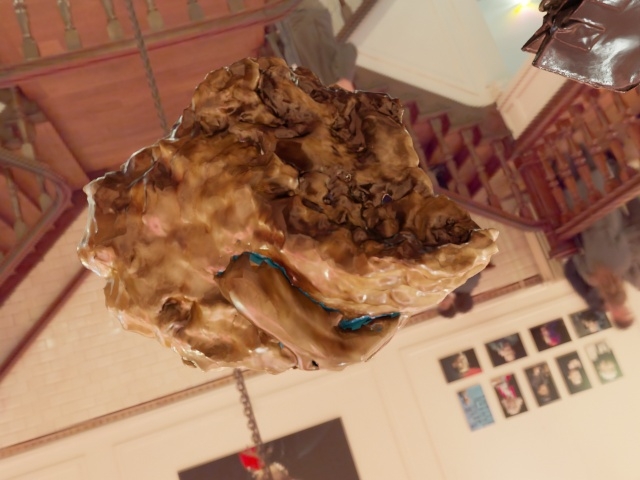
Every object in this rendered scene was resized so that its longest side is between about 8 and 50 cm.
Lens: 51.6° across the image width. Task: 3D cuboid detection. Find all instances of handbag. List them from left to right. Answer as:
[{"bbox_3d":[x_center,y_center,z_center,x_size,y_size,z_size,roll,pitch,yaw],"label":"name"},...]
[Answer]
[{"bbox_3d":[0.490,-0.411,1.068,0.269,0.118,0.326,8,135,-23],"label":"handbag"}]

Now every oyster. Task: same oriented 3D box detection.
[{"bbox_3d":[-0.039,-0.016,0.382,0.222,0.214,0.083,-31,151,2],"label":"oyster"}]
